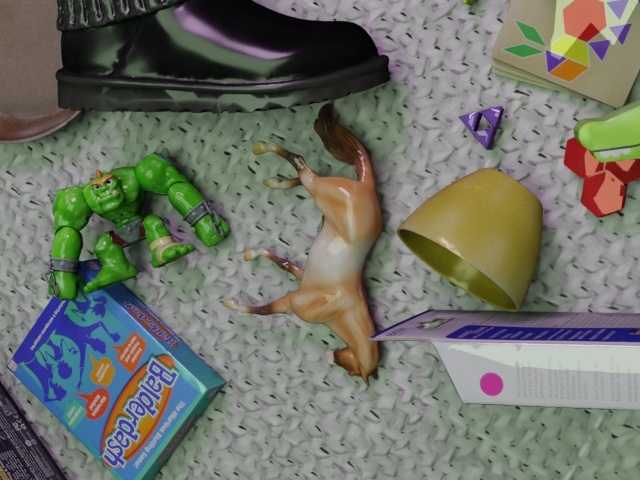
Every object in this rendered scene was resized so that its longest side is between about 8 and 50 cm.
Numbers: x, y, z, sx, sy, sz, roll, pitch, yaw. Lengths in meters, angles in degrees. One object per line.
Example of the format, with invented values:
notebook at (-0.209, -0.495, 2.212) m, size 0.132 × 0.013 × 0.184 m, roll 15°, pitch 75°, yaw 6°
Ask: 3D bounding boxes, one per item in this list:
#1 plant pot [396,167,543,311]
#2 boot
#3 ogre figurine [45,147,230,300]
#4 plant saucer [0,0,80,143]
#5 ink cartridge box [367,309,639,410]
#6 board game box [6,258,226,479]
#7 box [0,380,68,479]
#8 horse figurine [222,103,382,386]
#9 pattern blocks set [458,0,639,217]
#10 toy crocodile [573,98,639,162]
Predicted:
plant pot at (0.153, -0.010, 1.097) m, size 0.134 × 0.134 × 0.095 m, roll 33°, pitch 81°, yaw 18°
boot at (-0.109, -0.256, 1.122) m, size 0.348 × 0.131 × 0.260 m, roll 0°, pitch 106°, yaw 5°
ogre figurine at (-0.209, -0.019, 1.257) m, size 0.197 × 0.097 × 0.118 m, roll -23°, pitch 86°, yaw 23°
plant saucer at (-0.340, -0.263, 1.320) m, size 0.311 × 0.050 × 0.310 m, roll 2°, pitch 95°, yaw 22°
ink cartridge box at (0.244, 0.100, 1.028) m, size 0.371 × 0.176 × 0.069 m, roll 2°, pitch 96°, yaw 23°
board game box at (-0.229, 0.148, 1.307) m, size 0.210 × 0.047 × 0.160 m, roll 41°, pitch 108°, yaw 15°
box at (-0.405, 0.283, 1.248) m, size 0.097 × 0.318 × 0.395 m, roll -41°, pitch 79°, yaw 20°
horse figurine at (0.000, 0.000, 1.187) m, size 0.175 × 0.066 × 0.263 m, roll 20°, pitch 104°, yaw 27°
pattern blocks set at (0.245, -0.217, 1.082) m, size 0.285 × 0.026 × 0.324 m, roll 35°, pitch 107°, yaw 17°
toy crocodile at (0.380, -0.113, 0.969) m, size 0.341 × 0.115 × 0.105 m, roll -6°, pitch 98°, yaw 14°
